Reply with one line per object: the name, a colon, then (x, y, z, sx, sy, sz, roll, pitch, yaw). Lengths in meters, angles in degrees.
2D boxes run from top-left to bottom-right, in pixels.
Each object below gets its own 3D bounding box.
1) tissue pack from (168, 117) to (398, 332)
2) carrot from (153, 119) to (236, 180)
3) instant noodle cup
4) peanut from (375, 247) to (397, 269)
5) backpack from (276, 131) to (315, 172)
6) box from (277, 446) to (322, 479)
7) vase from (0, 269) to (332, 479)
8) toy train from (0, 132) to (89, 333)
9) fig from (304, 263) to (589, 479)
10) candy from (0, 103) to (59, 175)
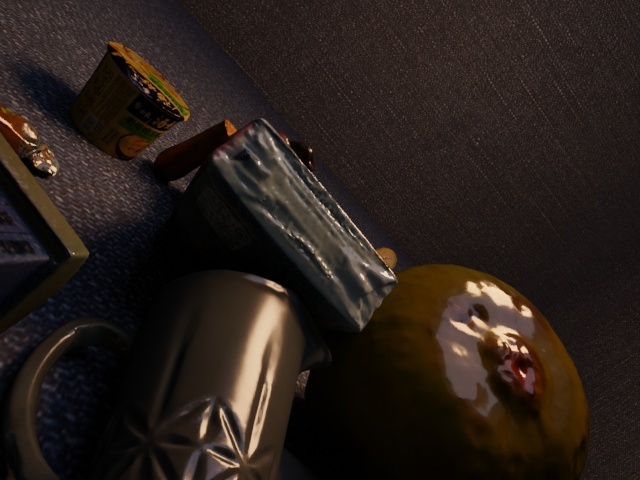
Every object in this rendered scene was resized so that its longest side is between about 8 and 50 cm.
tissue pack: (-0.075, 0.007, 0.579, 0.228, 0.103, 0.315, 50, -23, -10)
carrot: (-0.207, -0.147, 0.761, 0.055, 0.161, 0.055, 47, 32, -41)
instant noodle cup: (-0.298, -0.206, 0.705, 0.151, 0.122, 0.151, 49, 12, -14)
peanut: (0.230, 0.081, 1.721, 0.263, 0.117, 0.101, 8, 63, -75)
backpack: (-0.095, -0.059, 0.771, 0.229, 0.229, 0.139, 46, 34, -16)
box: (-0.002, 0.292, 0.443, 0.244, 0.055, 0.103, 47, 12, -14)
vase: (-0.106, 0.151, 0.333, 0.250, 0.156, 0.301, 19, 26, -10)
toy train: (-0.301, -0.053, 0.265, 0.300, 0.131, 0.202, 52, 5, 4)
fig: (0.131, 0.201, 0.584, 0.343, 0.343, 0.343, 47, 13, -14)
candy: (-0.349, -0.128, 0.473, 0.182, 0.046, 0.053, 37, 20, -53)
